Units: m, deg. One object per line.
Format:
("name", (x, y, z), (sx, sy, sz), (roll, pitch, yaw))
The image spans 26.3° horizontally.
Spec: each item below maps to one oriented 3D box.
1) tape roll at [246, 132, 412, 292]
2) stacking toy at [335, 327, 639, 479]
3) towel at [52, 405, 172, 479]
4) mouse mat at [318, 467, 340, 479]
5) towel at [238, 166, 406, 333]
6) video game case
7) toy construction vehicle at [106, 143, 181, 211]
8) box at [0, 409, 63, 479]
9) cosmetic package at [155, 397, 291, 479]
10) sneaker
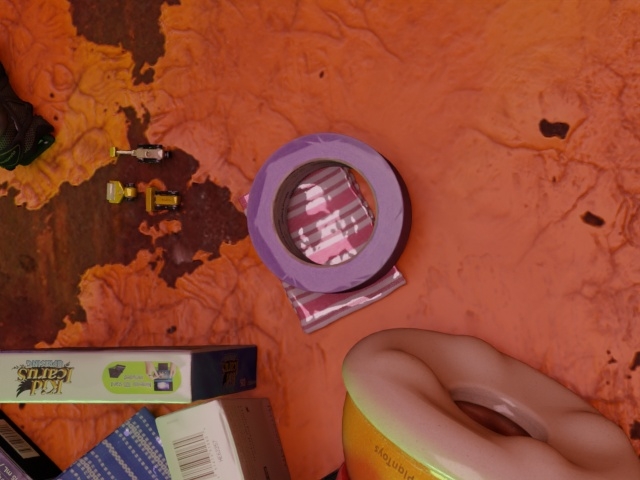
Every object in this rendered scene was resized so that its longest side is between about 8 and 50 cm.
("tape roll", (0.011, -0.031, 1.630), (0.189, 0.080, 0.189), (-1, 86, 11))
("stacking toy", (0.109, 0.367, 1.521), (0.350, 0.350, 0.480), (28, 107, 13))
("towel", (-0.261, 0.387, 1.624), (0.336, 0.040, 0.243), (-39, 81, -21))
("mouse mat", (0.066, 0.337, 1.650), (0.189, 0.007, 0.153), (-32, 79, 7))
("towel", (0.000, 0.000, 1.684), (0.144, 0.029, 0.197), (-29, 80, 9))
("video game case", (-0.225, 0.154, 1.594), (0.244, 0.269, 0.061), (-1, 87, 13))
("toy construction vehicle", (-0.222, -0.080, 1.741), (0.098, 0.035, 0.086), (1, 96, 15))
("box", (-0.450, 0.322, 1.710), (0.153, 0.108, 0.207), (41, 93, 12))
("cosmetic package", (-0.106, 0.246, 1.579), (0.085, 0.231, 0.117), (-18, 82, 10))
("sneaker", (-0.420, -0.176, 1.771), (0.087, 0.130, 0.227), (-36, 51, 12))
